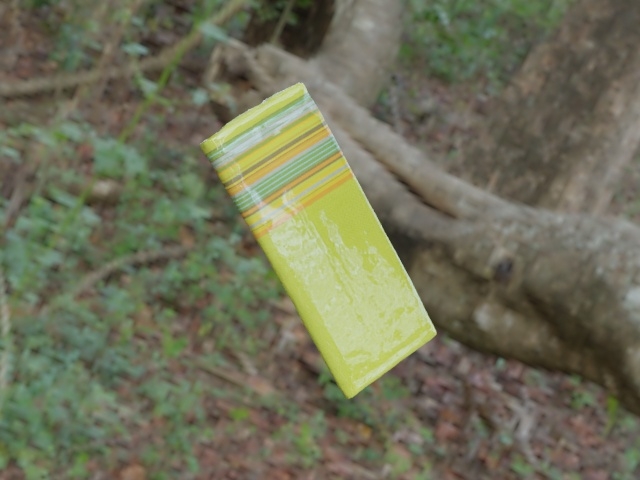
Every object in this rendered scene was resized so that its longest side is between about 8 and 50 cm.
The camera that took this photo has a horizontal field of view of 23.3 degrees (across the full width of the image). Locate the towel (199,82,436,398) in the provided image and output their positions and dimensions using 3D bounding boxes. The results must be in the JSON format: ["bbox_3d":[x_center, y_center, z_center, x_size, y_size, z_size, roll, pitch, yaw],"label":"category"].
[{"bbox_3d":[0.000,0.000,1.235,0.237,0.102,0.021,61,-25,-9],"label":"towel"}]
